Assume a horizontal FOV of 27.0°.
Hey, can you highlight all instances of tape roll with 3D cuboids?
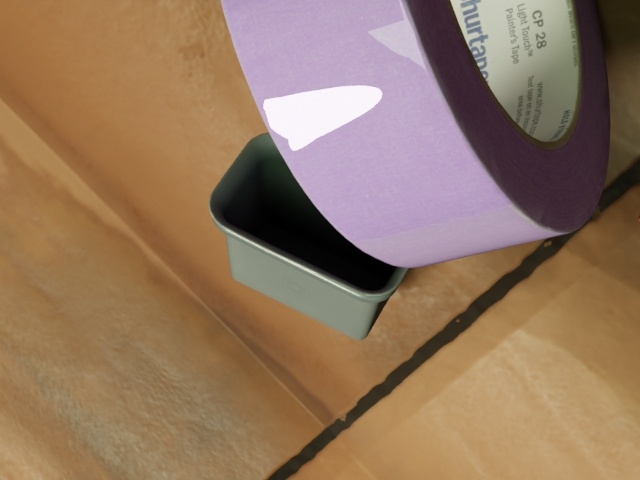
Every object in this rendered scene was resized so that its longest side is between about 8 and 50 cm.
[{"bbox_3d":[0.057,-0.128,0.685,0.090,0.275,0.274,-14,107,29],"label":"tape roll"}]

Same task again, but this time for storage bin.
[{"bbox_3d":[0.000,0.000,0.890,0.135,0.098,0.091,26,149,11],"label":"storage bin"}]

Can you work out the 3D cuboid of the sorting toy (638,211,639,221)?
[{"bbox_3d":[0.227,-0.042,0.777,0.042,0.061,0.102,32,104,7],"label":"sorting toy"}]
